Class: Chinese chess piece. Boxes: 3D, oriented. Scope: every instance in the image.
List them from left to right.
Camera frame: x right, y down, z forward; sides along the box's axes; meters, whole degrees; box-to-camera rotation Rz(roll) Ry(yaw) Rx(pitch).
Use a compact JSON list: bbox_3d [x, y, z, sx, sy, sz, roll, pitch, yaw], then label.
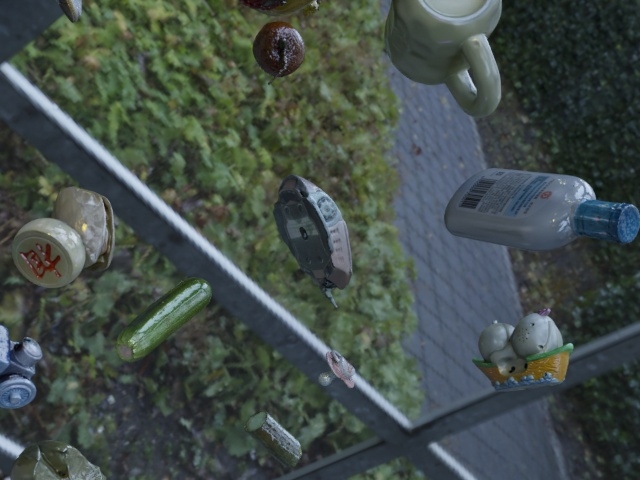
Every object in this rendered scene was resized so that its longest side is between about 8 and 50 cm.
[{"bbox_3d":[-0.457,0.022,1.365,0.122,0.122,0.051,54,27,-15],"label":"Chinese chess piece"}]

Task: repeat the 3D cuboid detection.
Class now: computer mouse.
[{"bbox_3d":[-0.508,-0.502,1.612,0.199,0.045,0.102,-110,-178,-50],"label":"computer mouse"},{"bbox_3d":[0.004,-0.004,2.171,0.115,0.200,0.388,-31,106,-33],"label":"computer mouse"}]

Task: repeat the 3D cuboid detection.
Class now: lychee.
[{"bbox_3d":[-0.078,-0.366,1.583,0.101,0.114,0.140,10,21,-43],"label":"lychee"}]

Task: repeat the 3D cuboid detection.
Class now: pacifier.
[{"bbox_3d":[0.029,0.279,1.722,0.099,0.078,0.081,45,15,-33],"label":"pacifier"}]

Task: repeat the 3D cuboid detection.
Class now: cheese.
[{"bbox_3d":[-0.455,0.426,1.413,0.202,0.175,0.091,67,32,-35],"label":"cheese"}]

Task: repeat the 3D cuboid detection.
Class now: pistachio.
[{"bbox_3d":[-0.539,-0.029,1.853,0.223,0.152,0.126,60,8,25],"label":"pistachio"}]

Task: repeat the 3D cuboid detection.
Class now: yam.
[{"bbox_3d":[-0.103,0.453,1.855,0.146,0.069,0.069,42,26,-3],"label":"yam"}]

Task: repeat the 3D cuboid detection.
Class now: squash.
[{"bbox_3d":[-0.258,0.127,1.352,0.066,0.066,0.229,57,36,-8],"label":"squash"}]

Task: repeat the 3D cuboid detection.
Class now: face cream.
[{"bbox_3d":[0.367,-0.049,1.355,0.163,0.337,0.080,-46,122,-22],"label":"face cream"}]

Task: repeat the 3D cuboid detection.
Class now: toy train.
[{"bbox_3d":[-0.628,0.247,1.374,0.202,0.300,0.131,41,14,-43],"label":"toy train"}]

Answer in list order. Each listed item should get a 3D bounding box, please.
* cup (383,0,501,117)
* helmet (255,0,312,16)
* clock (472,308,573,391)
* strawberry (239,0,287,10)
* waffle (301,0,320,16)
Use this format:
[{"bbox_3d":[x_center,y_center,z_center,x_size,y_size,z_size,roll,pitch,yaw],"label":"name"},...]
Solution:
[{"bbox_3d":[0.199,-0.329,1.327,0.202,0.173,0.255,105,-16,-78],"label":"cup"},{"bbox_3d":[-0.121,-0.540,1.616,0.257,0.140,0.205,52,12,6],"label":"helmet"},{"bbox_3d":[0.389,0.217,1.577,0.103,0.231,0.144,11,67,-40],"label":"clock"},{"bbox_3d":[-0.083,-0.438,1.325,0.086,0.145,0.145,40,17,22],"label":"strawberry"},{"bbox_3d":[-0.050,-0.739,2.056,0.293,0.069,0.259,56,34,-40],"label":"waffle"}]
